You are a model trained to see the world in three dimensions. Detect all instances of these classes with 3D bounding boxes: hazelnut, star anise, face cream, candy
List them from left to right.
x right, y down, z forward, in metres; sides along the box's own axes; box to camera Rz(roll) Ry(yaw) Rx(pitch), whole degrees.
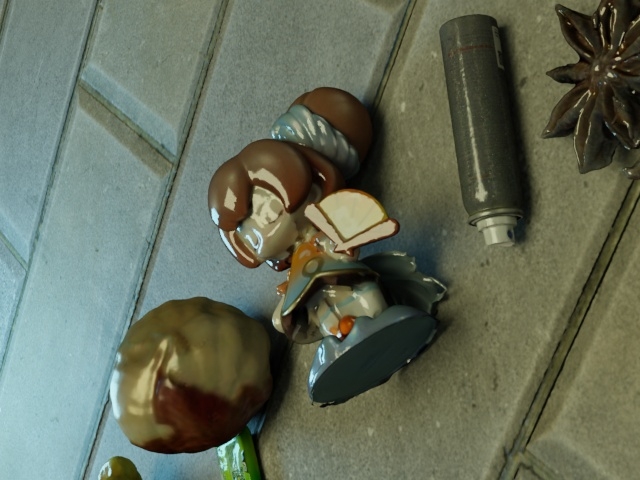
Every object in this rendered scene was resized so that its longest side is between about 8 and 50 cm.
[{"bbox_3d":[-0.193,0.207,1.627,0.261,0.241,0.261,-17,54,24],"label":"hazelnut"},{"bbox_3d":[-0.122,0.383,1.652,0.102,0.032,0.178,-39,59,45],"label":"candy"},{"bbox_3d":[0.197,-0.131,1.281,0.073,0.073,0.283,-21,71,48],"label":"face cream"},{"bbox_3d":[0.320,-0.166,1.130,0.230,0.081,0.262,-46,43,37],"label":"star anise"}]

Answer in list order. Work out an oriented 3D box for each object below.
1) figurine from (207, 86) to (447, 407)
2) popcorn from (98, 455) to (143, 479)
[{"bbox_3d":[0.000,-0.001,1.409,0.276,0.248,0.388,-52,60,31],"label":"figurine"},{"bbox_3d":[-0.330,0.531,1.723,0.316,0.281,0.297,30,93,35],"label":"popcorn"}]
